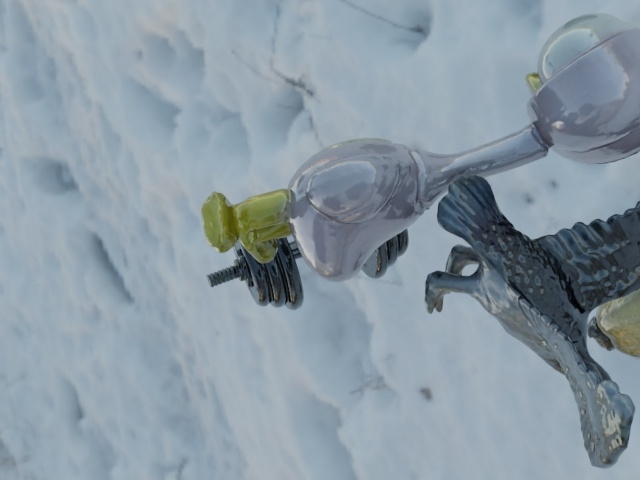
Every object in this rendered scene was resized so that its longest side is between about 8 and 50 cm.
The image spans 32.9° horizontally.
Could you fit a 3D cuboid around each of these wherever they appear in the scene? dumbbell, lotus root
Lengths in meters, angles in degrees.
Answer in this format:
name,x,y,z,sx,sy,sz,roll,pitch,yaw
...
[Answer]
name,x,y,z,sx,sy,sz,roll,pitch,yaw
dumbbell,0.000,0.000,0.948,0.099,0.208,0.099,160,90,-77
lotus root,0.492,0.094,1.498,0.154,0.140,0.257,41,129,-22

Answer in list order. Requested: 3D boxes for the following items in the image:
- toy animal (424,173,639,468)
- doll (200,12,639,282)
name,x,y,z,sx,sy,sz,roll,pitch,yaw
toy animal,0.153,0.041,0.712,0.160,0.272,0.197,22,142,20
doll,0.104,-0.063,0.731,0.365,0.160,0.094,-26,79,12
